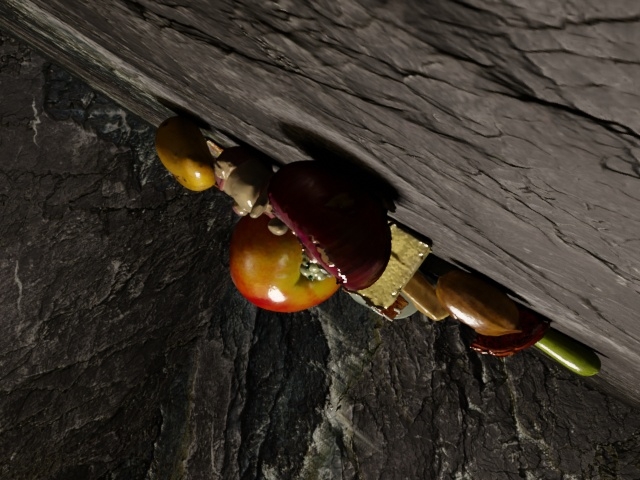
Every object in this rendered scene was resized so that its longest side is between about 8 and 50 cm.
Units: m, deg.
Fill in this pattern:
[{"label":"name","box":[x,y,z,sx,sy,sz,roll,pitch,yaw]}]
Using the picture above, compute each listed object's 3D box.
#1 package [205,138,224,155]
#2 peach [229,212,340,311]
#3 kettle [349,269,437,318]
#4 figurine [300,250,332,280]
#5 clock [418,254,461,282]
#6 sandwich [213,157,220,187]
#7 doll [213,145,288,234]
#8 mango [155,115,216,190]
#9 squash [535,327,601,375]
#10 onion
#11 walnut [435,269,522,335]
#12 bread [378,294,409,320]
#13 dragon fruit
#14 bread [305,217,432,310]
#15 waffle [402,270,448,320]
[{"label":"package","box":[-0.323,-0.282,1.781,0.108,0.031,0.120,32,176,-30]},{"label":"peach","box":[-0.102,0.031,1.746,0.388,0.388,0.388,30,178,1]},{"label":"kettle","box":[0.224,0.138,1.775,0.265,0.205,0.318,33,176,-5]},{"label":"figurine","box":[-0.001,0.001,1.343,0.093,0.197,0.147,-13,149,24]},{"label":"clock","box":[0.338,0.104,1.387,0.214,0.042,0.215,31,179,1]},{"label":"sandwich","box":[-0.282,-0.203,1.918,0.212,0.109,0.292,28,179,13]},{"label":"doll","box":[-0.143,-0.120,1.378,0.255,0.152,0.196,35,166,12]},{"label":"mango","box":[-0.344,-0.216,1.461,0.177,0.120,0.295,60,-179,-37]},{"label":"squash","box":[0.575,0.258,1.379,0.201,0.066,0.066,30,178,32]},{"label":"onion","box":[0.021,-0.032,0.916,0.248,0.161,0.248,35,169,8]},{"label":"walnut","box":[0.339,0.137,1.216,0.207,0.116,0.116,30,178,5]},{"label":"bread","box":[0.153,0.137,1.487,0.160,0.073,0.160,41,180,0]},{"label":"dragon fruit","box":[0.441,0.223,1.326,0.127,0.161,0.120,43,-176,36]},{"label":"bread","box":[0.089,0.028,1.196,0.240,0.178,0.135,32,180,13]},{"label":"waffle","box":[0.181,0.064,1.461,0.348,0.077,0.304,42,-179,2]}]
